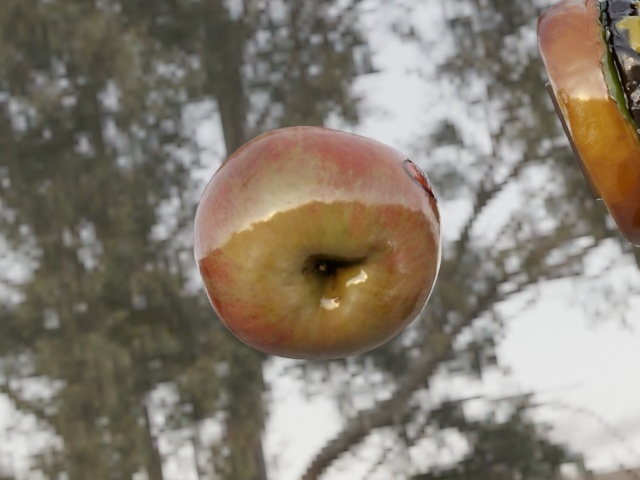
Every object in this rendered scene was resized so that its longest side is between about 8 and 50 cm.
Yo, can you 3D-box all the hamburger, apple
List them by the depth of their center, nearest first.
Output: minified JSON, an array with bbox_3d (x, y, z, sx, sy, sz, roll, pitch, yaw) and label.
[{"bbox_3d":[0.000,0.000,1.620,0.209,0.209,0.164,-8,29,-7],"label":"apple"},{"bbox_3d":[0.356,-0.151,1.954,0.225,0.291,0.291,-20,-15,17],"label":"hamburger"}]
